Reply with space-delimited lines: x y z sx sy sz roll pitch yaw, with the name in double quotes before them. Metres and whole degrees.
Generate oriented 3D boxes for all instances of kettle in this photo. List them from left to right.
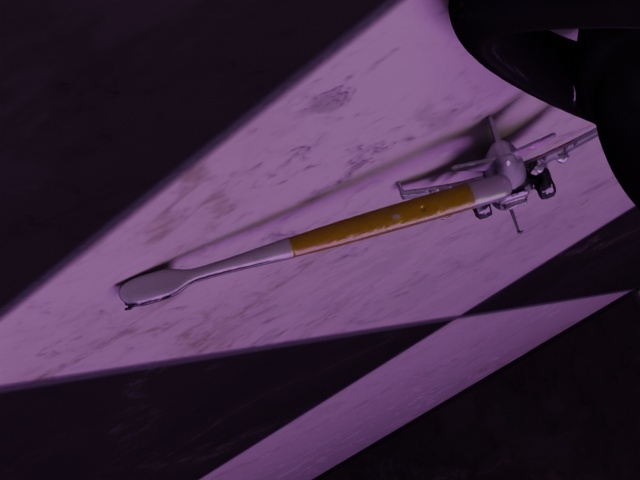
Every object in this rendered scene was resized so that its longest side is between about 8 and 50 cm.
"kettle" 0.206 -0.102 0.595 0.268 0.208 0.290 3 176 20

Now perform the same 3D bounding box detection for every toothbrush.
"toothbrush" 0.000 0.000 0.802 0.288 0.021 0.024 -16 175 -10

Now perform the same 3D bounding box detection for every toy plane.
"toy plane" 0.144 -0.049 0.895 0.162 0.066 0.171 -18 161 6
